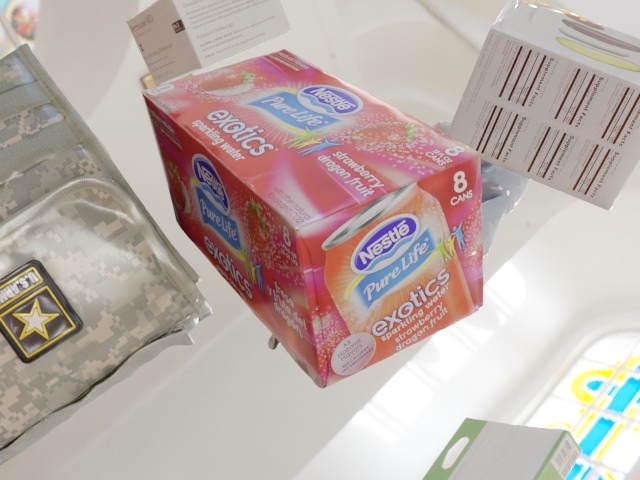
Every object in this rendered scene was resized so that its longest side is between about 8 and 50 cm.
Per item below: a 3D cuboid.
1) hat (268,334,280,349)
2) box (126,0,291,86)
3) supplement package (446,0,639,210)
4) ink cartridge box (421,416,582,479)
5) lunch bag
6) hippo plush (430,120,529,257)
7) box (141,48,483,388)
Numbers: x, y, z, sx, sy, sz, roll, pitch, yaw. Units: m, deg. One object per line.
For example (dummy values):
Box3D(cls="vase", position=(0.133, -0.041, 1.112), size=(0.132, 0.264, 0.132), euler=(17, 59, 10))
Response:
Box3D(cls="hat", position=(0.000, 0.000, 1.137), size=(0.134, 0.331, 0.331), euler=(44, -31, 4))
Box3D(cls="box", position=(-0.178, -0.341, 1.249), size=(0.181, 0.182, 0.119), euler=(-1, -63, 56))
Box3D(cls="supplement package", position=(0.280, -0.172, 0.930), size=(0.203, 0.194, 0.149), euler=(23, -56, 7))
Box3D(cls="ink cartridge box", position=(0.302, 0.389, 1.348), size=(0.056, 0.171, 0.235), euler=(54, -31, -16))
Box3D(cls="lunch bag", position=(-0.255, 0.019, 0.656), size=(0.287, 0.235, 0.169), euler=(50, -11, 24))
Box3D(cls="hippo plush", position=(0.250, -0.087, 1.463), size=(0.234, 0.294, 0.236), euler=(48, -18, 4))
Box3D(cls="box", position=(-0.015, -0.034, 0.554), size=(0.257, 0.128, 0.123), euler=(42, -33, 50))
